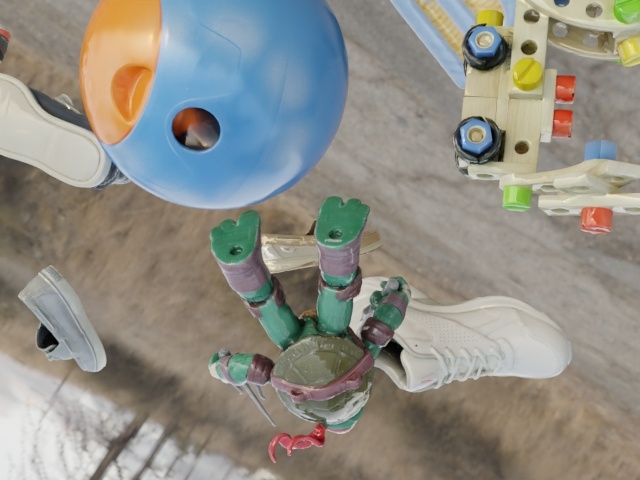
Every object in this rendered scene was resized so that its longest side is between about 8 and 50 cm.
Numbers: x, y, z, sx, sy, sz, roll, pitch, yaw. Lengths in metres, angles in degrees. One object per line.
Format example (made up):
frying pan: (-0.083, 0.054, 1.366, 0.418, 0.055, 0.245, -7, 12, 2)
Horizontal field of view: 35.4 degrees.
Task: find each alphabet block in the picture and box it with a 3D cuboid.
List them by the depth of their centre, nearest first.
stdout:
alphabet block: (0.241, -0.360, 1.497, 0.192, 0.193, 0.197, 53, -160, -3)

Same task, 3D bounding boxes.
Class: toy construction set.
toy construction set: (0.246, -0.147, 1.003, 0.215, 0.327, 0.151, 5, 153, 11)

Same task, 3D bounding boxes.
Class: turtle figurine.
turtle figurine: (-0.002, 0.077, 0.785, 0.118, 0.175, 0.234, -120, 12, -47)

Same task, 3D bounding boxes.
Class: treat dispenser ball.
treat dispenser ball: (-0.112, -0.176, 1.079, 0.288, 0.288, 0.288, 32, 171, 6)

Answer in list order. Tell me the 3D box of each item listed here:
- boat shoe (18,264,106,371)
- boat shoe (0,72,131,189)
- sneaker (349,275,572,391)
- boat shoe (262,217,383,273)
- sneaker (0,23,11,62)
boat shoe: (-0.383, 0.130, 1.466, 0.079, 0.081, 0.227, 38, 154, 34)
boat shoe: (-0.332, -0.135, 1.232, 0.255, 0.095, 0.079, 24, -173, 26)
sneaker: (0.124, 0.111, 0.976, 0.232, 0.115, 0.090, 7, 126, 17)
boat shoe: (0.000, 0.000, 1.274, 0.170, 0.059, 0.063, -11, -178, -23)
sneaker: (-0.531, -0.292, 1.452, 0.158, 0.064, 0.061, 6, 159, -20)
